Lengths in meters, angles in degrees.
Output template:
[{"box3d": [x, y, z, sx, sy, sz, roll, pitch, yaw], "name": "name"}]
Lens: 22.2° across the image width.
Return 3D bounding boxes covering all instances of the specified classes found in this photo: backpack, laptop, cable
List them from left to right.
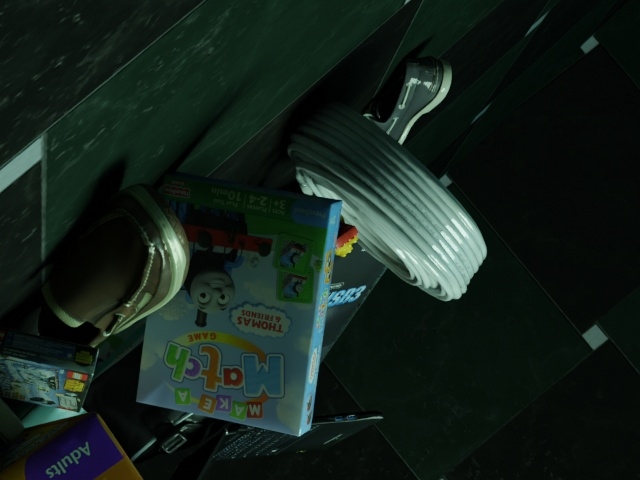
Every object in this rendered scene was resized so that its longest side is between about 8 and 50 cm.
[{"box3d": [-0.145, 0.124, 1.757, 0.225, 0.191, 0.253, -40, 168, 3], "name": "backpack"}, {"box3d": [-0.082, 0.276, 1.747, 0.264, 0.136, 0.234, -3, 166, -18], "name": "laptop"}, {"box3d": [0.073, -0.041, 1.774, 0.089, 0.257, 0.257, -46, 161, -5], "name": "cable"}]

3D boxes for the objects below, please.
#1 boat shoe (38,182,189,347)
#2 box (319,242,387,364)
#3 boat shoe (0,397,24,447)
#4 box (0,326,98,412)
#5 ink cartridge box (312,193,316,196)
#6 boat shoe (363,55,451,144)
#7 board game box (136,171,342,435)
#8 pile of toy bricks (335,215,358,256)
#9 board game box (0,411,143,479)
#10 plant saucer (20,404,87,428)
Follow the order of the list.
[{"box3d": [-0.185, 0.040, 1.390, 0.095, 0.095, 0.257, -35, 171, -28], "name": "boat shoe"}, {"box3d": [-0.045, 0.075, 2.129, 0.296, 0.073, 0.293, -5, 136, -55], "name": "box"}, {"box3d": [-0.321, 0.168, 1.463, 0.076, 0.080, 0.228, -44, -178, -18], "name": "boat shoe"}, {"box3d": [-0.253, 0.118, 1.470, 0.137, 0.094, 0.027, 124, -22, -66], "name": "box"}, {"box3d": [0.000, 0.000, 2.329, 0.237, 0.100, 0.172, -45, 173, 3], "name": "ink cartridge box"}, {"box3d": [0.085, -0.168, 2.048, 0.065, 0.075, 0.206, 10, 148, -27], "name": "boat shoe"}, {"box3d": [-0.074, 0.056, 1.463, 0.039, 0.160, 0.211, -24, 123, -72], "name": "board game box"}, {"box3d": [-0.031, 0.022, 1.833, 0.118, 0.105, 0.212, -37, -155, -19], "name": "pile of toy bricks"}, {"box3d": [-0.283, 0.404, 1.459, 0.357, 0.356, 0.356, -34, -177, -21], "name": "board game box"}, {"box3d": [-0.306, 0.217, 2.050, 0.317, 0.044, 0.317, -44, 174, -6], "name": "plant saucer"}]
